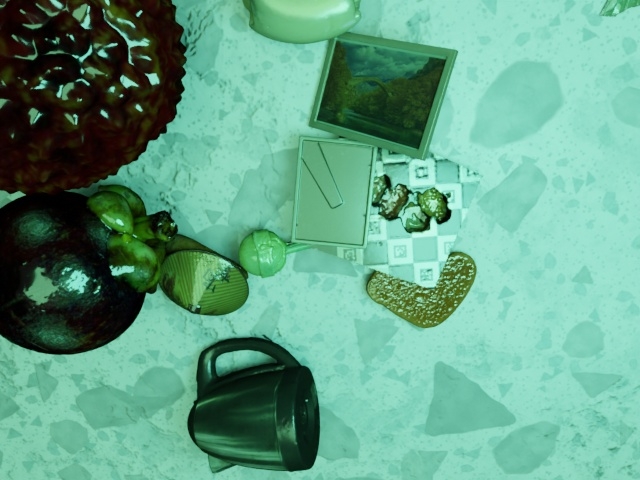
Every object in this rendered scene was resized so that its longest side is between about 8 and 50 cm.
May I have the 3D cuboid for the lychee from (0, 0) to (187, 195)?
[{"bbox_3d":[-0.445,-0.279,0.722,0.499,0.424,0.425,-1,107,22],"label":"lychee"}]

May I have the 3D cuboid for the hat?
[{"bbox_3d":[-0.244,0.113,0.953,0.192,0.082,0.193,3,129,4],"label":"hat"}]

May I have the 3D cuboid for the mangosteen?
[{"bbox_3d":[-0.448,0.043,0.862,0.329,0.330,0.331,0,106,2],"label":"mangosteen"}]

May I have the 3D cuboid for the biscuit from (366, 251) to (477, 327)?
[{"bbox_3d":[0.211,0.080,0.991,0.192,0.036,0.186,31,102,-6],"label":"biscuit"}]

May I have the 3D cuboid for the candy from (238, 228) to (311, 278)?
[{"bbox_3d":[0.000,0.000,0.966,0.335,0.093,0.092,-14,148,-3],"label":"candy"}]

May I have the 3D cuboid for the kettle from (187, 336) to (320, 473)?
[{"bbox_3d":[-0.157,0.359,0.999,0.270,0.207,0.251,-9,112,12],"label":"kettle"}]

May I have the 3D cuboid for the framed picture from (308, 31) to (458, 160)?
[{"bbox_3d":[0.099,-0.261,0.841,0.249,0.016,0.184,25,108,29],"label":"framed picture"}]

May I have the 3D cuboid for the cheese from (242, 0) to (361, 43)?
[{"bbox_3d":[-0.033,-0.471,0.799,0.233,0.127,0.266,-14,107,3],"label":"cheese"}]

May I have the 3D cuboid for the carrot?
[{"bbox_3d":[-0.234,0.043,0.982,0.186,0.060,0.060,27,105,-5],"label":"carrot"}]

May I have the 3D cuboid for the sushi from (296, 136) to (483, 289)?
[{"bbox_3d":[0.133,-0.069,0.940,0.289,0.050,0.264,21,97,-3],"label":"sushi"}]

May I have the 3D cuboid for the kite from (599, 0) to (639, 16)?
[{"bbox_3d":[0.614,-0.438,0.847,0.229,0.012,0.250,-21,104,11],"label":"kite"}]

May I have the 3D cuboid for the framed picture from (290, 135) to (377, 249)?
[{"bbox_3d":[0.025,-0.090,0.905,0.150,0.015,0.203,5,98,0],"label":"framed picture"}]
